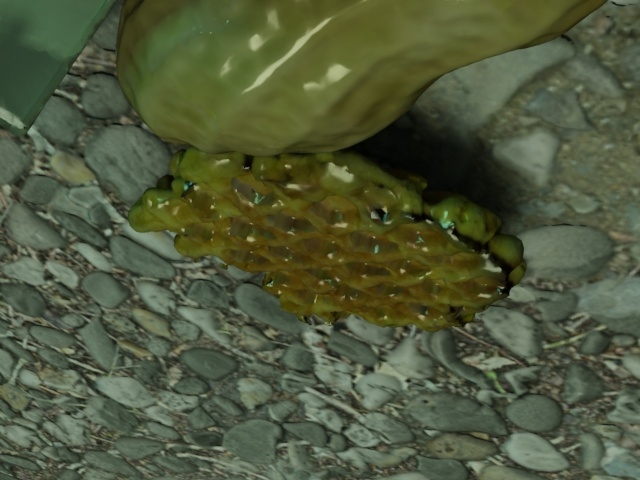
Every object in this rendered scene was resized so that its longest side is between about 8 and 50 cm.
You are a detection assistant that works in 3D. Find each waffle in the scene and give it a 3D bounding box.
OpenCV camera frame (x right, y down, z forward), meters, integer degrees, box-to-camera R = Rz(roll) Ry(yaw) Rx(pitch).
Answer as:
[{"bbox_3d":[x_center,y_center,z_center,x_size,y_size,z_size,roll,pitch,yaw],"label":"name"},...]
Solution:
[{"bbox_3d":[0.009,0.003,0.784,0.301,0.058,0.282,22,155,-19],"label":"waffle"}]

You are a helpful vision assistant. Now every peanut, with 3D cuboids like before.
[{"bbox_3d":[0.020,-0.149,0.573,0.340,0.158,0.174,-25,106,37],"label":"peanut"}]

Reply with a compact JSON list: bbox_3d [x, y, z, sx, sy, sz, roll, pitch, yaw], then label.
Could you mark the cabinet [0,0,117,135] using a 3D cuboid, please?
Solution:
[{"bbox_3d":[-0.174,-0.201,0.590,0.145,0.150,0.206,34,139,-18],"label":"cabinet"}]
